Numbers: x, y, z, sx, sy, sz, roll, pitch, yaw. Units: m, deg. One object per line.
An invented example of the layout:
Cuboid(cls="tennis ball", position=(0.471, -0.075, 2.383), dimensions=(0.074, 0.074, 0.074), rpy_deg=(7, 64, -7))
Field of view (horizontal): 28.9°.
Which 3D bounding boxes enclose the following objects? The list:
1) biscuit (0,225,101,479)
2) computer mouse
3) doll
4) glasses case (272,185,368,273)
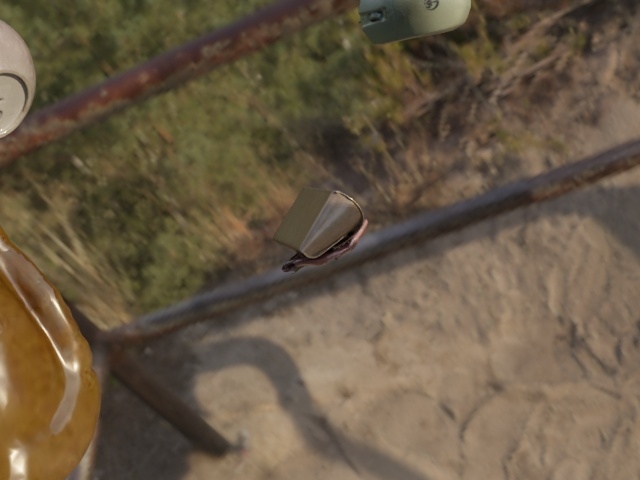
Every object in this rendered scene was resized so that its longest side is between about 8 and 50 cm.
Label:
Cuboid(cls="biscuit", position=(-0.267, 0.017, 0.467), dimensions=(0.074, 0.359, 0.381), rpy_deg=(-31, 72, 47))
Cuboid(cls="computer mouse", position=(0.118, -0.322, 1.721), dimensions=(0.181, 0.056, 0.089), rpy_deg=(-8, 96, 36))
Cuboid(cls="doll", position=(-0.427, -0.215, 1.346), dimensions=(0.151, 0.151, 0.287), rpy_deg=(-47, 57, -8))
Cuboid(cls="glasses case", position=(0.000, 0.000, 1.406), dimensions=(0.102, 0.070, 0.193), rpy_deg=(-59, 12, -3))
